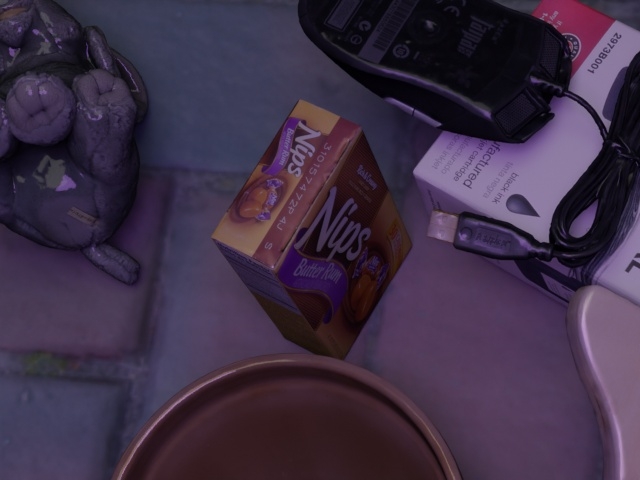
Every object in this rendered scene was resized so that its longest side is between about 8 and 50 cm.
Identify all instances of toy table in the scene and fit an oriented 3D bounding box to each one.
[{"bbox_3d":[0.229,0.154,0.777,0.274,0.252,0.161,31,80,-17],"label":"toy table"}]

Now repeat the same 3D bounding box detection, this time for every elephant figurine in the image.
[{"bbox_3d":[-0.207,-0.118,1.047,0.169,0.186,0.239,10,35,-18],"label":"elephant figurine"}]

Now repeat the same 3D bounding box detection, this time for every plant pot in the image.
[{"bbox_3d":[-0.015,0.201,0.873,0.237,0.110,0.237,-5,65,11],"label":"plant pot"}]

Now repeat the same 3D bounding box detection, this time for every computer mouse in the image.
[{"bbox_3d":[0.091,-0.078,0.893,0.262,0.060,0.184,22,69,11],"label":"computer mouse"}]

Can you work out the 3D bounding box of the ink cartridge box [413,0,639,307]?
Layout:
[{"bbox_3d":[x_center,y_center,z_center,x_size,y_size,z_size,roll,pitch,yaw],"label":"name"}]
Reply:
[{"bbox_3d":[0.212,-0.036,0.928,0.237,0.100,0.172,32,78,24],"label":"ink cartridge box"}]

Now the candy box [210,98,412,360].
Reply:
[{"bbox_3d":[0.000,0.000,0.915,0.053,0.187,0.109,26,75,22],"label":"candy box"}]
